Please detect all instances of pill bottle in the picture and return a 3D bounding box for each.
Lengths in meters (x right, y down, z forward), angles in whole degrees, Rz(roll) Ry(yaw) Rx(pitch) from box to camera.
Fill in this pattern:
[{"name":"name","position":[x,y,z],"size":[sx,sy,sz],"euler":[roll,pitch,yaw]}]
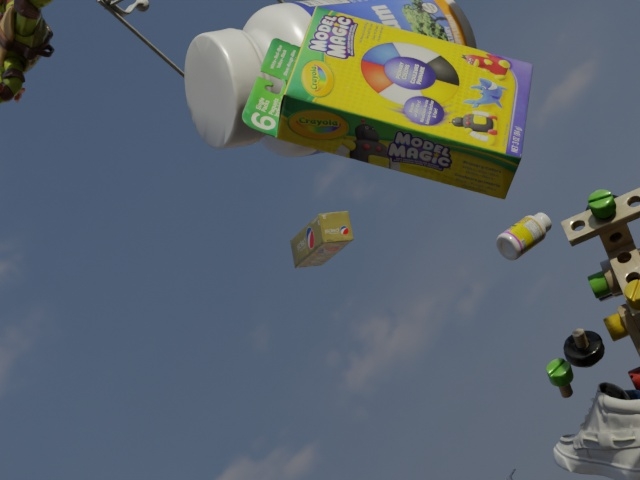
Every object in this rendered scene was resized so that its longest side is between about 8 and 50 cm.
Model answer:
[{"name":"pill bottle","position":[0.295,-0.008,1.777],"size":[0.083,0.043,0.043],"euler":[-32,-36,-30]},{"name":"pill bottle","position":[0.010,-0.165,1.235],"size":[0.272,0.152,0.152],"euler":[-13,-46,-30]}]

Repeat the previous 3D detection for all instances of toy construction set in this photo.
[{"name":"toy construction set","position":[0.463,0.049,1.680],"size":[0.237,0.308,0.257],"euler":[64,-144,-36]}]

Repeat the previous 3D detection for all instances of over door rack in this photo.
[{"name":"over door rack","position":[-0.155,-0.332,1.815],"size":[0.239,0.108,0.324],"euler":[-20,-48,25]}]

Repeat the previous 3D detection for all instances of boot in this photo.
[{"name":"boot","position":[0.391,0.250,1.659],"size":[0.095,0.258,0.123],"euler":[-6,-91,-20]}]

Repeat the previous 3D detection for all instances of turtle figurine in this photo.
[{"name":"turtle figurine","position":[-0.346,-0.236,1.418],"size":[0.087,0.269,0.217],"euler":[15,-50,-18]}]

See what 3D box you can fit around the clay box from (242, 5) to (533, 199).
[{"name":"clay box","position":[0.057,-0.119,1.010],"size":[0.053,0.222,0.127],"euler":[105,180,-45]}]

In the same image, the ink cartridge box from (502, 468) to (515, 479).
[{"name":"ink cartridge box","position":[0.112,0.310,1.161],"size":[0.206,0.045,0.208],"euler":[-47,-13,11]}]

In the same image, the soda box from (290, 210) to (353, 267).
[{"name":"soda box","position":[0.000,0.000,2.324],"size":[0.061,0.058,0.181],"euler":[-6,-15,-21]}]
